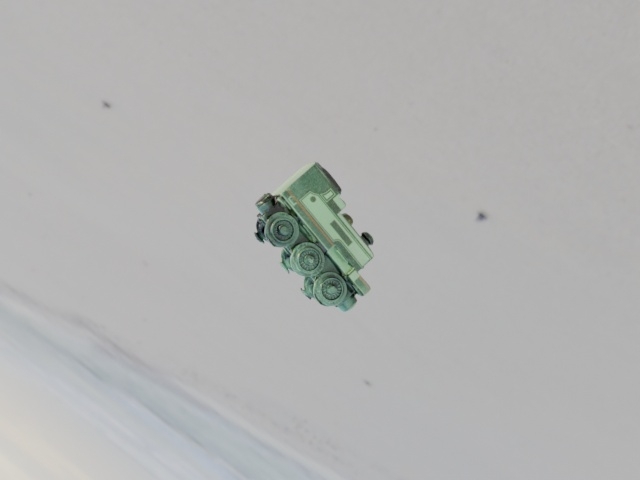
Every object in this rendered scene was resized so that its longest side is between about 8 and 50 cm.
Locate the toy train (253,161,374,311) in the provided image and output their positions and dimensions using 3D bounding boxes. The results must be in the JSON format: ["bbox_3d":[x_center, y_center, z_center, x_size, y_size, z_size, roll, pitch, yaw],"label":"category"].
[{"bbox_3d":[0.000,0.000,0.625,0.083,0.053,0.033,50,167,-11],"label":"toy train"}]
